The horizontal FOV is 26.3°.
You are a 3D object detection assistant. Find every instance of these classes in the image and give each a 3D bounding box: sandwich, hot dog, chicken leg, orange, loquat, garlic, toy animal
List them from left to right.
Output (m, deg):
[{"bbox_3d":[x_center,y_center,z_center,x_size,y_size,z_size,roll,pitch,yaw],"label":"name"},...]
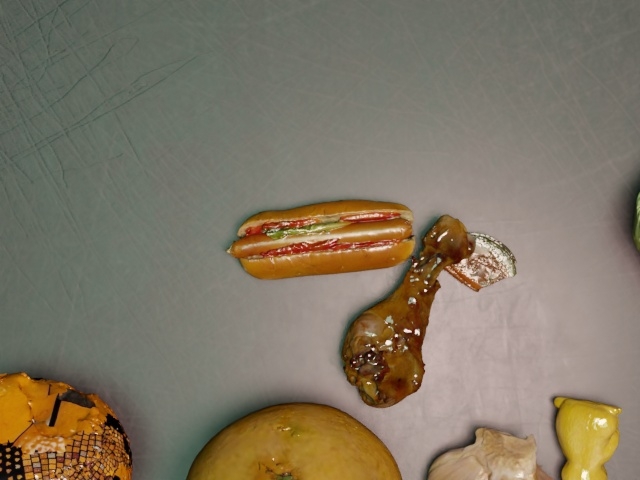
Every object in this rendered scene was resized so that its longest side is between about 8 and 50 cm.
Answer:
[{"bbox_3d":[-0.337,0.267,1.593,0.234,0.234,0.182,26,124,1],"label":"orange"},{"bbox_3d":[-0.030,0.316,1.592,0.263,0.263,0.263,0,89,0],"label":"loquat"},{"bbox_3d":[0.000,0.000,1.678,0.236,0.062,0.092,-9,92,1],"label":"hot dog"},{"bbox_3d":[0.107,0.085,1.658,0.107,0.087,0.251,27,93,-36],"label":"chicken leg"},{"bbox_3d":[0.194,0.025,1.694,0.101,0.026,0.069,28,88,0],"label":"sandwich"},{"bbox_3d":[0.213,0.301,1.649,0.174,0.099,0.124,6,58,27],"label":"garlic"},{"bbox_3d":[0.318,0.274,1.668,0.083,0.070,0.159,6,87,17],"label":"toy animal"}]

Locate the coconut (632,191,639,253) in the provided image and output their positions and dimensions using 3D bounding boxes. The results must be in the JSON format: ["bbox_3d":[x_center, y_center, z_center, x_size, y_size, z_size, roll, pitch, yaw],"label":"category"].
[{"bbox_3d":[0.497,-0.019,1.611,0.236,0.236,0.204,-41,123,-1],"label":"coconut"}]
